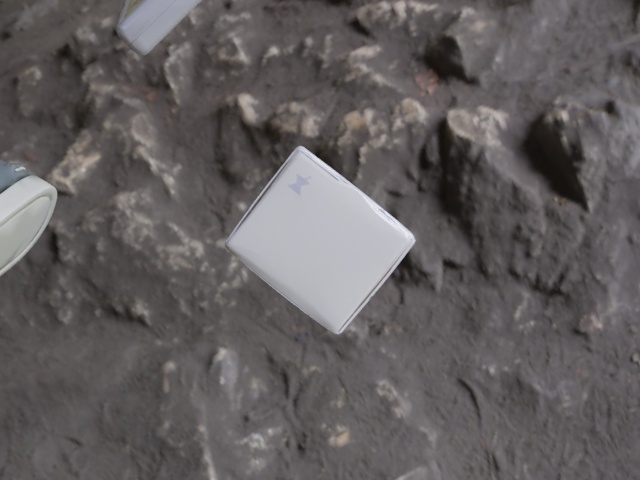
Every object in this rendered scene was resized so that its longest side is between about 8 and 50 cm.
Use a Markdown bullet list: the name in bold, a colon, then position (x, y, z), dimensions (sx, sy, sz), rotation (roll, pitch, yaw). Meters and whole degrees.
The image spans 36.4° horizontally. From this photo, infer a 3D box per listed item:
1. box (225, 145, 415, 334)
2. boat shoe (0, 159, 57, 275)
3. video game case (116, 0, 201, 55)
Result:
- **box**: position (0.000, 0.000, 0.815), dimensions (0.094, 0.113, 0.275), rotation (-52, -1, 1)
- **boat shoe**: position (-0.313, 0.015, 0.660), dimensions (0.099, 0.116, 0.319), rotation (35, 33, 6)
- **video game case**: position (-0.041, -0.208, 0.575), dimensions (0.193, 0.023, 0.212), rotation (-40, 25, 13)
